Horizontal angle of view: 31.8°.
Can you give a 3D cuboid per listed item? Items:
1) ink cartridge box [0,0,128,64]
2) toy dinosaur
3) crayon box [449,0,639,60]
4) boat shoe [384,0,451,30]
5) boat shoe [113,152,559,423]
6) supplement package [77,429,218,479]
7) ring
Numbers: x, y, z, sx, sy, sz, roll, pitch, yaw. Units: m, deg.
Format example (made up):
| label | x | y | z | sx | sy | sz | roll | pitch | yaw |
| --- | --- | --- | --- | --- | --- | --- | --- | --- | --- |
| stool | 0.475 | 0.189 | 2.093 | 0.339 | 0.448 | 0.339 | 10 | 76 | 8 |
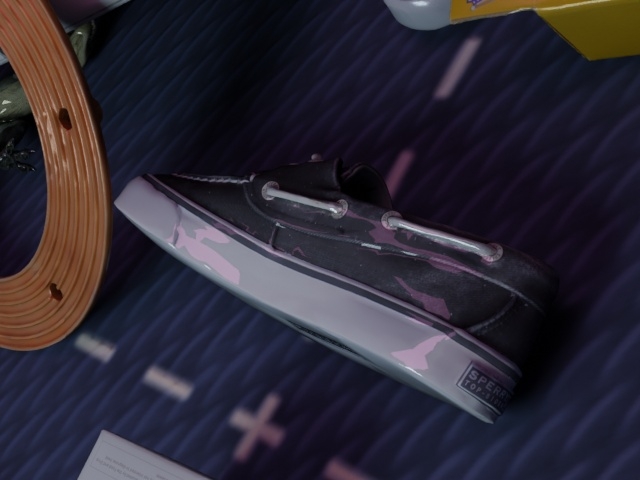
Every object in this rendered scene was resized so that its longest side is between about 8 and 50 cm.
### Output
| label | x | y | z | sx | sy | sz | roll | pitch | yaw |
| --- | --- | --- | --- | --- | --- | --- | --- | --- | --- |
| ink cartridge box | -0.259 | -0.289 | 0.844 | 0.394 | 0.286 | 0.166 | -10 | 25 | 45 |
| toy dinosaur | -0.295 | -0.097 | 0.971 | 0.268 | 0.064 | 0.118 | -25 | 37 | 12 |
| crayon box | 0.235 | -0.215 | 0.594 | 0.322 | 0.083 | 0.203 | -2 | 76 | 35 |
| boat shoe | 0.121 | -0.286 | 0.742 | 0.113 | 0.105 | 0.306 | 32 | 85 | 45 |
| boat shoe | 0.000 | 0.000 | 0.658 | 0.301 | 0.108 | 0.102 | 23 | 79 | 41 |
| supplement package | -0.092 | 0.211 | 0.597 | 0.105 | 0.105 | 0.179 | 14 | 72 | 41 |
| ring | -0.260 | -0.078 | 0.820 | 0.336 | 0.337 | 0.032 | 4 | 22 | 39 |
